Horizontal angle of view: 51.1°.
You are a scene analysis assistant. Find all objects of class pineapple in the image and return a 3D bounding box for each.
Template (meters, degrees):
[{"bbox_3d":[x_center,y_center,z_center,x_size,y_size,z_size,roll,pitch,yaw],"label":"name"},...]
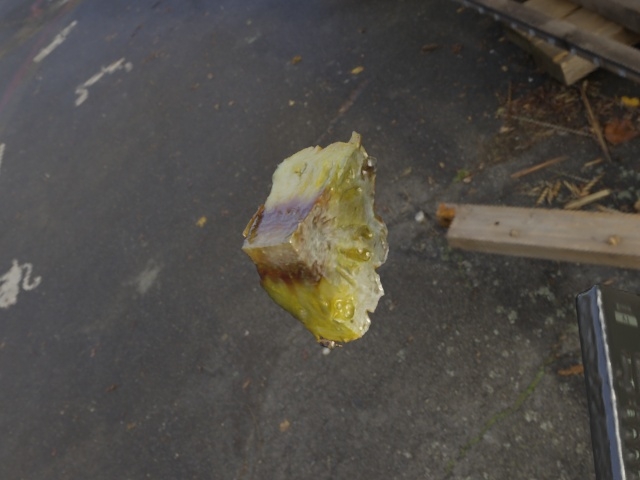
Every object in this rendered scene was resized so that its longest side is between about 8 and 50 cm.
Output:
[{"bbox_3d":[0.000,0.000,0.732,0.115,0.186,0.236,-15,75,38],"label":"pineapple"}]

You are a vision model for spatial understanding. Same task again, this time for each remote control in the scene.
[{"bbox_3d":[0.176,0.146,0.367,0.025,0.063,0.245,-23,60,50],"label":"remote control"}]
